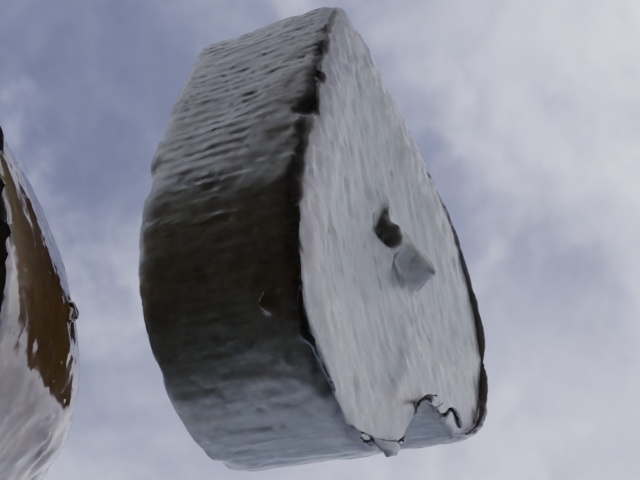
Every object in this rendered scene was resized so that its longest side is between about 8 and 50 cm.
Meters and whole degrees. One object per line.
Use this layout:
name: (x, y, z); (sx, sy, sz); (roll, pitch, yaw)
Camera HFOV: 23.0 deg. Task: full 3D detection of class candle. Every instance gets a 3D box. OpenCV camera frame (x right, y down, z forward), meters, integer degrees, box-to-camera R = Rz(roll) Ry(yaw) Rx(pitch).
candle: (0.000, 0.000, 0.570); (0.068, 0.192, 0.168); (-16, -102, 20)

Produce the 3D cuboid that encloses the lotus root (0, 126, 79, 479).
lotus root: (-0.183, 0.044, 0.459); (0.272, 0.192, 0.272); (-5, -111, 13)
